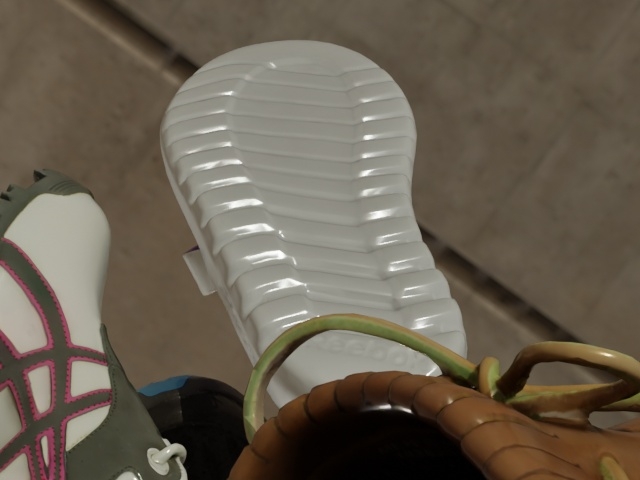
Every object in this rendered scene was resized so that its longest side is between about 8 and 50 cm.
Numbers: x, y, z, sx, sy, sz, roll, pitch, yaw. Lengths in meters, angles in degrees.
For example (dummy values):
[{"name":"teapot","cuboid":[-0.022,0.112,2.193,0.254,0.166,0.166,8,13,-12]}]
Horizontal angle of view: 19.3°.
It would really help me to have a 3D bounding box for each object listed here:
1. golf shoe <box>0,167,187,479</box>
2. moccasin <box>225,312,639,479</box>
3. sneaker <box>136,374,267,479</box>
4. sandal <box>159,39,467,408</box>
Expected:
[{"name":"golf shoe","cuboid":[-0.108,0.084,0.753,0.273,0.120,0.105,-80,1,-46]},{"name":"moccasin","cuboid":[0.026,0.087,0.466,0.380,0.147,0.139,-13,-4,-41]},{"name":"sneaker","cuboid":[-0.049,0.250,1.202,0.125,0.341,0.139,-16,17,-6]},{"name":"sandal","cuboid":[-0.016,0.000,1.191,0.416,0.169,0.102,-101,13,-56]}]
